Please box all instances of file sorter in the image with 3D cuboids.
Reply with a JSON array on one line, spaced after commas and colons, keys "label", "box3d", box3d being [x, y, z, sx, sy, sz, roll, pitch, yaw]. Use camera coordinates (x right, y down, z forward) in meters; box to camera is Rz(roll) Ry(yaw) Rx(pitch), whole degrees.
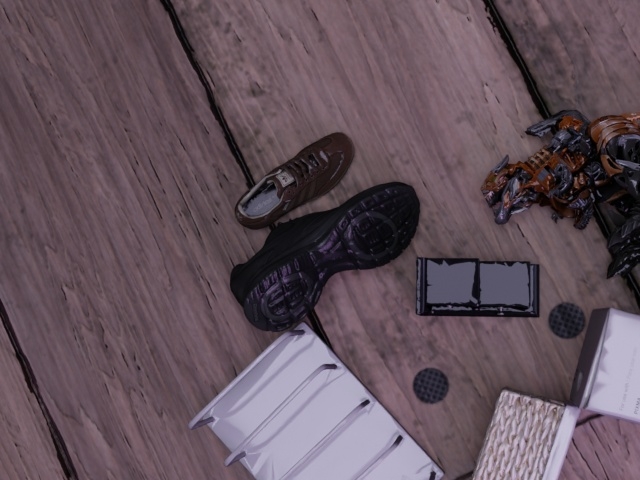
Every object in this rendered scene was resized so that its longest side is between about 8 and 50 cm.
[{"label": "file sorter", "box3d": [-0.008, 0.269, 1.545, 0.193, 0.173, 0.278, -44, 81, 3]}]

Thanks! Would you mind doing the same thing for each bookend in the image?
[{"label": "bookend", "box3d": [0.203, 0.061, 1.537, 0.157, 0.156, 0.072, 0, 86, 7]}]

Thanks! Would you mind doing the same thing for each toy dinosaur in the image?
[{"label": "toy dinosaur", "box3d": [0.373, -0.087, 1.535, 0.322, 0.164, 0.218, -31, 65, 26]}]

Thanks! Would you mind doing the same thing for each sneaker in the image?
[{"label": "sneaker", "box3d": [0.000, 0.000, 1.594, 0.286, 0.130, 0.109, -30, 122, -15]}, {"label": "sneaker", "box3d": [-0.034, -0.078, 1.623, 0.188, 0.071, 0.066, -39, 82, 4]}]

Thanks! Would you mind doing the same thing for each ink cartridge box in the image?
[{"label": "ink cartridge box", "box3d": [0.472, 0.178, 1.456, 0.306, 0.226, 0.131, 16, 88, 8]}]

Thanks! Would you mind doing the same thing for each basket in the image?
[{"label": "basket", "box3d": [0.258, 0.273, 1.539, 0.103, 0.113, 0.167, 19, 89, 13]}]
